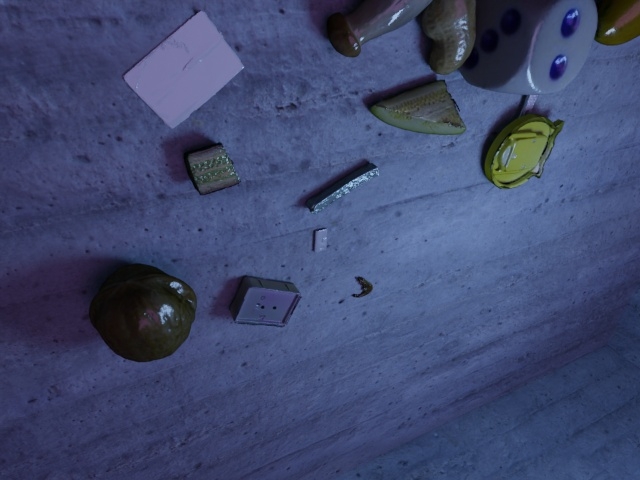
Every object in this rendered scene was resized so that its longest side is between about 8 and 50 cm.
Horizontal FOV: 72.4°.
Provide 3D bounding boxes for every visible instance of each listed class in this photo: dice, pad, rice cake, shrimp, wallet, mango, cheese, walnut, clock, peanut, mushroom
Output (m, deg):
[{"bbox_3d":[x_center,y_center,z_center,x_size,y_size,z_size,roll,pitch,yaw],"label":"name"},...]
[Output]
[{"bbox_3d":[0.548,-0.551,1.192,0.243,0.259,0.251,-17,126,-23],"label":"dice"},{"bbox_3d":[-0.299,-0.377,0.982,0.232,0.004,0.156,-40,131,0],"label":"pad"},{"bbox_3d":[0.066,-0.157,1.316,0.245,0.045,0.042,-33,134,-7],"label":"rice cake"},{"bbox_3d":[0.147,0.176,1.607,0.083,0.023,0.114,-40,136,3],"label":"shrimp"},{"bbox_3d":[0.000,0.000,1.408,0.044,0.011,0.083,-13,126,-23],"label":"wallet"},{"bbox_3d":[0.995,-0.754,1.373,0.212,0.172,0.317,25,112,-39],"label":"mango"},{"bbox_3d":[0.716,-0.518,1.446,0.127,0.050,0.255,-4,122,-28],"label":"cheese"},{"bbox_3d":[-0.450,0.192,1.136,0.283,0.227,0.282,-14,137,-13],"label":"walnut"},{"bbox_3d":[0.708,-0.318,1.563,0.294,0.071,0.276,-6,128,-27],"label":"clock"},{"bbox_3d":[0.340,-0.560,1.157,0.137,0.122,0.253,-2,135,22],"label":"peanut"},{"bbox_3d":[0.171,-0.574,1.047,0.350,0.128,0.128,-36,132,1],"label":"mushroom"},{"bbox_3d":[-0.175,0.196,1.399,0.192,0.071,0.146,13,114,-36],"label":"clock"}]

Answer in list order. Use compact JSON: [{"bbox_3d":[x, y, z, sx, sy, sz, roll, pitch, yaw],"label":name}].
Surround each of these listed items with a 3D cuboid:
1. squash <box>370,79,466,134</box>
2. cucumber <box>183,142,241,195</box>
[{"bbox_3d":[0.272,-0.343,1.269,0.252,0.093,0.169,-24,85,-15],"label":"squash"},{"bbox_3d":[-0.272,-0.184,1.092,0.115,0.062,0.116,-23,122,-17],"label":"cucumber"}]
